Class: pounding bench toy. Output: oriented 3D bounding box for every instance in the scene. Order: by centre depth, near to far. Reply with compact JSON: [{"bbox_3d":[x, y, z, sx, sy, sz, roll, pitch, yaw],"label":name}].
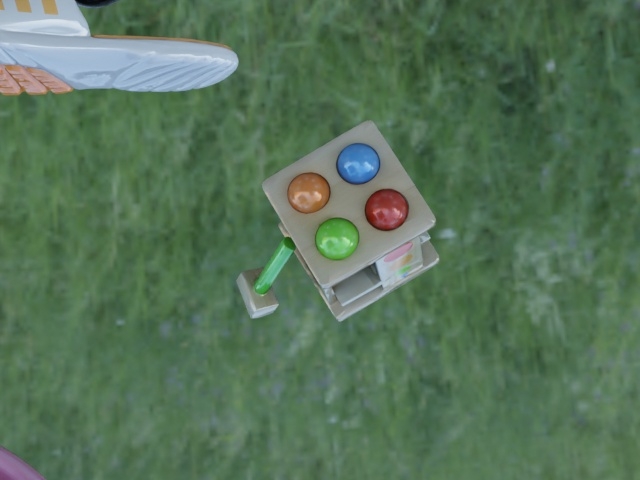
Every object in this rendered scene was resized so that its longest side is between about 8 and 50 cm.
[{"bbox_3d":[0.000,0.000,0.508,0.083,0.052,0.065,-31,162,-3],"label":"pounding bench toy"}]

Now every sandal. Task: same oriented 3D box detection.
[{"bbox_3d":[-0.197,-0.162,0.964,0.265,0.076,0.102,-1,166,-22],"label":"sandal"}]

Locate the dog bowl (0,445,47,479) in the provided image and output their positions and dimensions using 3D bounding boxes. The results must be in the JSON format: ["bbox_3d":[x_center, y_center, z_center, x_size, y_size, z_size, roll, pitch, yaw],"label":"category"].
[{"bbox_3d":[-0.343,0.320,0.963,0.408,0.408,0.150,2,148,-31],"label":"dog bowl"}]

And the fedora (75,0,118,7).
[{"bbox_3d":[-0.166,-0.393,1.295,0.152,0.334,0.334,17,177,24],"label":"fedora"}]
